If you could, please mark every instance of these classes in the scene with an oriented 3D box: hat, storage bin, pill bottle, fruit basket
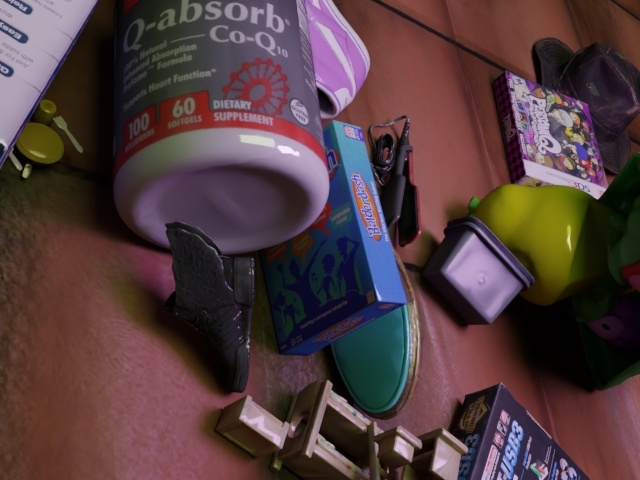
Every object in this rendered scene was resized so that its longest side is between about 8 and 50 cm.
[{"bbox_3d":[0.581,-0.301,1.728,0.331,0.134,0.331,26,49,-33],"label":"hat"},{"bbox_3d":[0.204,0.048,1.165,0.135,0.098,0.091,46,69,-13],"label":"storage bin"},{"bbox_3d":[-0.112,-0.185,0.900,0.210,0.210,0.362,16,54,-38],"label":"pill bottle"},{"bbox_3d":[0.396,0.043,1.210,0.392,0.392,0.282,14,60,-39],"label":"fruit basket"}]

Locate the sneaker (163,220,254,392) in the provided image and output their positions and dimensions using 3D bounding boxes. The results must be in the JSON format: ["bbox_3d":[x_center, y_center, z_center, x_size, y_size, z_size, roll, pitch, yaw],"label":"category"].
[{"bbox_3d":[-0.111,0.068,0.832,0.089,0.170,0.051,3,17,-7],"label":"sneaker"}]

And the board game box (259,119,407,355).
[{"bbox_3d":[0.000,0.000,0.929,0.047,0.160,0.210,9,58,-41],"label":"board game box"}]

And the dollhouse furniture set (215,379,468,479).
[{"bbox_3d":[0.027,0.172,0.840,0.182,0.161,0.101,40,43,-20],"label":"dollhouse furniture set"}]

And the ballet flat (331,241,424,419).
[{"bbox_3d":[0.055,0.044,1.015,0.124,0.116,0.342,21,45,-60],"label":"ballet flat"}]

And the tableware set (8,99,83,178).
[{"bbox_3d":[-0.308,-0.101,0.795,0.154,0.024,0.104,-26,77,-48],"label":"tableware set"}]

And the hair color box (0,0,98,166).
[{"bbox_3d":[-0.312,-0.210,0.776,0.174,0.105,0.347,30,43,-19],"label":"hair color box"}]

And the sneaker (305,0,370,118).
[{"bbox_3d":[-0.053,-0.281,1.110,0.282,0.102,0.161,44,45,-15],"label":"sneaker"}]

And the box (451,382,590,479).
[{"bbox_3d":[0.246,0.372,0.999,0.293,0.073,0.295,45,42,-13],"label":"box"}]

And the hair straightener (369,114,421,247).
[{"bbox_3d":[0.100,-0.100,1.181,0.089,0.047,0.230,33,45,-26],"label":"hair straightener"}]

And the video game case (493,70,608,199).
[{"bbox_3d":[0.415,-0.176,1.526,0.210,0.042,0.232,15,55,-27],"label":"video game case"}]
